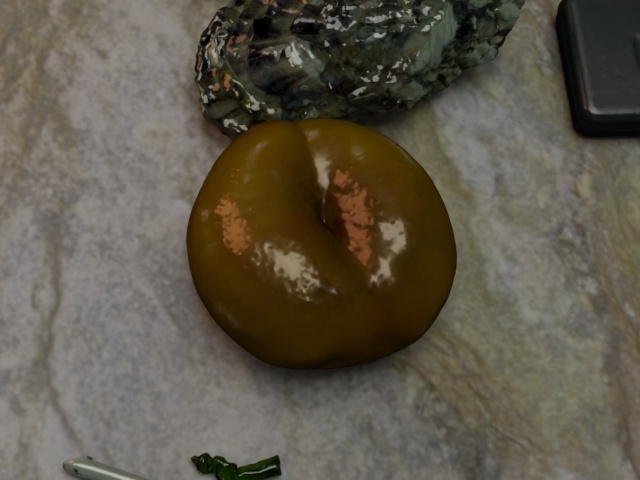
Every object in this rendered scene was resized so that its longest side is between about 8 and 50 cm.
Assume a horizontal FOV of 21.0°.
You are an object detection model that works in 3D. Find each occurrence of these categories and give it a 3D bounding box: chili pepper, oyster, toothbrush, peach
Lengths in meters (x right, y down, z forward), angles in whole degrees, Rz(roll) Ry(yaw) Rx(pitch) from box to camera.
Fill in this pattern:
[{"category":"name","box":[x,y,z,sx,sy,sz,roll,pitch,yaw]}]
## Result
[{"category":"chili pepper","box":[-0.076,0.205,1.554,0.083,0.022,0.027,4,99,-8]},{"category":"oyster","box":[0.043,-0.200,1.690,0.350,0.158,0.162,-18,104,-2]},{"category":"toothbrush","box":[-0.100,0.227,1.539,0.262,0.022,0.026,15,53,-2]},{"category":"peach","box":[0.000,0.000,1.587,0.251,0.153,0.251,5,70,-13]}]

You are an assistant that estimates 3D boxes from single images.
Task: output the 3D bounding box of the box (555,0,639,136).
[{"category":"box","box":[0.362,-0.184,1.773,0.230,0.050,0.160,-2,67,-9]}]
